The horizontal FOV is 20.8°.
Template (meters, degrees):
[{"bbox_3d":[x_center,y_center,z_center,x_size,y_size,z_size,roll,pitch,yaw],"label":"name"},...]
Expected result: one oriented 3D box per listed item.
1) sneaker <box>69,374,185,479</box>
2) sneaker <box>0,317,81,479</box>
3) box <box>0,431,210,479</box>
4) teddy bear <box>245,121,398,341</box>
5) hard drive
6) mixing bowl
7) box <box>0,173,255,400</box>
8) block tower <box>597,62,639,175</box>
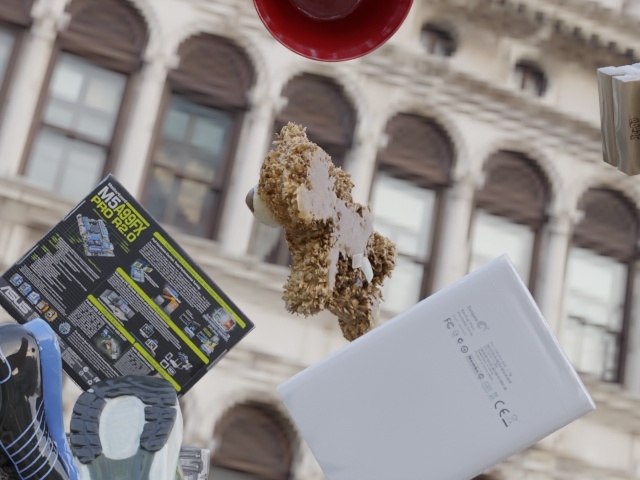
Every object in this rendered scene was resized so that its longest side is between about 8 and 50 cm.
[{"bbox_3d":[-0.208,0.348,1.967,0.158,0.410,0.182,-5,-48,9],"label":"sneaker"},{"bbox_3d":[-0.284,0.191,1.620,0.090,0.232,0.081,-13,9,-37],"label":"sneaker"},{"bbox_3d":[-0.332,0.293,2.308,0.307,0.077,0.242,10,-9,-26],"label":"box"},{"bbox_3d":[0.000,0.000,2.288,0.113,0.245,0.338,-2,-20,28],"label":"teddy bear"},{"bbox_3d":[0.135,0.185,2.066,0.318,0.210,0.040,-31,-5,11],"label":"hard drive"},{"bbox_3d":[0.010,-0.289,1.904,0.181,0.181,0.098,15,7,-7],"label":"mixing bowl"},{"bbox_3d":[-0.250,0.086,2.196,0.270,0.216,0.060,46,-8,-4],"label":"box"},{"bbox_3d":[0.425,-0.128,1.578,0.335,0.097,0.091,-11,19,-13],"label":"block tower"}]
